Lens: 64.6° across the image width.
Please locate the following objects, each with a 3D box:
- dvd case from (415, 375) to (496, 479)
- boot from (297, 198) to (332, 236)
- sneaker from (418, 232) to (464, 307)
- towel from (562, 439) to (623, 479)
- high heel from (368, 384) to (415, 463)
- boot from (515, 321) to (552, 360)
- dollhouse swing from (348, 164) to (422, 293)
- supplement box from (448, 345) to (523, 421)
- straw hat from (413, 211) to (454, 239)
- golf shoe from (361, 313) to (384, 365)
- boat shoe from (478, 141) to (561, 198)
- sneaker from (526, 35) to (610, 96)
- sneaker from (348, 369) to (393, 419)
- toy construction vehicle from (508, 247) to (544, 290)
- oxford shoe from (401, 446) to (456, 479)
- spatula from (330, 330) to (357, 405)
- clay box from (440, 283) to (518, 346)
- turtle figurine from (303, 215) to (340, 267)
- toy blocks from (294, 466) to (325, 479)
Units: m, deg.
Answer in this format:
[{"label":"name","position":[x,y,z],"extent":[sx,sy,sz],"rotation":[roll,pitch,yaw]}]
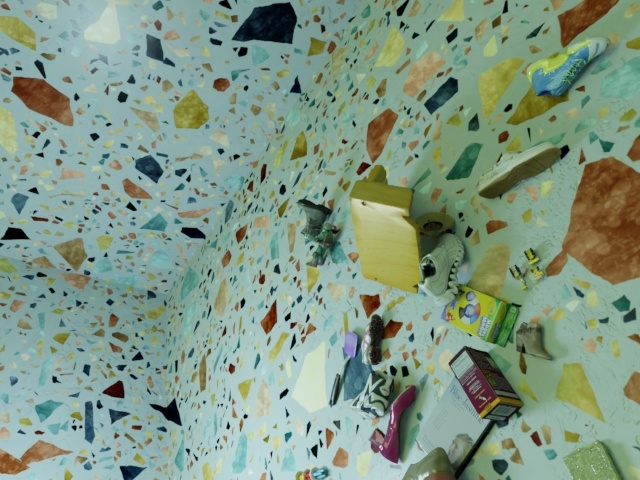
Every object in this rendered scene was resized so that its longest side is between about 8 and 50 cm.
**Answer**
[{"label":"dvd case","position":[0.390,0.549,1.475],"extent":[0.253,0.022,0.180],"rotation":[-62,32,12]},{"label":"boot","position":[-0.046,-0.092,2.310],"extent":[0.083,0.246,0.161],"rotation":[33,100,30]},{"label":"sneaker","position":[0.379,0.069,1.611],"extent":[0.110,0.118,0.292],"rotation":[-45,17,43]},{"label":"towel","position":[0.619,0.535,1.130],"extent":[0.110,0.027,0.148],"rotation":[-46,38,32]},{"label":"high heel","position":[0.263,0.588,1.626],"extent":[0.117,0.082,0.244],"rotation":[36,90,25]},{"label":"boot","position":[0.568,0.263,1.342],"extent":[0.118,0.042,0.086],"rotation":[8,78,57]},{"label":"dollhouse swing","position":[0.275,-0.065,1.772],"extent":[0.315,0.346,0.305],"rotation":[15,43,36]},{"label":"supplement box","position":[0.449,0.392,1.392],"extent":[0.080,0.104,0.188],"rotation":[-55,34,24]},{"label":"straw hat","position":[0.388,-0.038,1.747],"extent":[0.144,0.145,0.061],"rotation":[-132,27,-55]},{"label":"golf shoe","position":[0.180,0.361,1.855],"extent":[0.086,0.068,0.186],"rotation":[-15,61,55]},{"label":"boat shoe","position":[0.585,-0.230,1.529],"extent":[0.277,0.098,0.096],"rotation":[-33,48,46]},{"label":"sneaker","position":[0.730,-0.495,1.486],"extent":[0.240,0.091,0.126],"rotation":[-14,81,53]},{"label":"sneaker","position":[0.184,0.525,1.752],"extent":[0.153,0.094,0.235],"rotation":[-57,-4,-28]},{"label":"toy construction vehicle","position":[0.585,0.083,1.427],"extent":[0.086,0.035,0.098],"rotation":[-38,46,25]},{"label":"oxford shoe","position":[0.282,0.733,1.472],"extent":[0.348,0.123,0.130],"rotation":[-56,15,32]},{"label":"spatula","position":[0.084,0.498,1.963],"extent":[0.084,0.030,0.296],"rotation":[18,89,59]},{"label":"clay box","position":[0.468,0.217,1.507],"extent":[0.222,0.053,0.127],"rotation":[24,93,59]},{"label":"turtle figurine","position":[0.000,0.000,2.261],"extent":[0.118,0.175,0.234],"rotation":[20,100,35]},{"label":"toy blocks","position":[-0.034,0.918,1.894],"extent":[0.148,0.054,0.123],"rotation":[-37,44,42]}]
